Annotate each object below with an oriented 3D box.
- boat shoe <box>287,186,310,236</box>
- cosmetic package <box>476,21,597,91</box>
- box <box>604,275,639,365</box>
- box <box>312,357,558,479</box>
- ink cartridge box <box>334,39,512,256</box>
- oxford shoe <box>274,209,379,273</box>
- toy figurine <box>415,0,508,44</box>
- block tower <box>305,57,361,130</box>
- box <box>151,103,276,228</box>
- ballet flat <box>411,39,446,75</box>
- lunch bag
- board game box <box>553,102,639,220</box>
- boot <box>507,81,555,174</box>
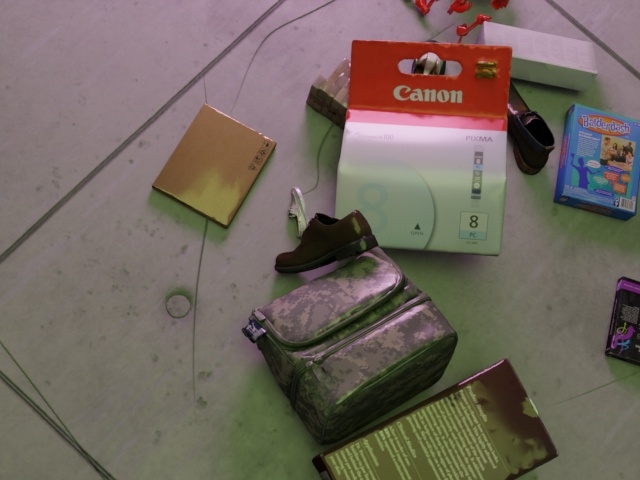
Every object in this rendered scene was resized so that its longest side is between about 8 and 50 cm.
[{"bbox_3d":[-0.045,-0.053,1.741,0.035,0.035,0.100,-14,82,-15],"label":"boat shoe"},{"bbox_3d":[0.446,-0.379,1.889,0.238,0.060,0.099,10,50,-5],"label":"cosmetic package"},{"bbox_3d":[0.625,0.163,1.779,0.116,0.029,0.162,18,70,-2],"label":"box"},{"bbox_3d":[0.195,0.377,1.593,0.381,0.143,0.191,-24,78,-13],"label":"box"},{"bbox_3d":[0.191,-0.173,1.680,0.308,0.091,0.385,4,97,8],"label":"ink cartridge box"},{"bbox_3d":[0.000,0.000,1.650,0.082,0.227,0.096,-20,88,-55],"label":"oxford shoe"},{"bbox_3d":[0.288,-0.599,1.932,0.217,0.191,0.363,-24,68,-45],"label":"toy figurine"},{"bbox_3d":[0.135,-0.221,1.790,0.335,0.091,0.097,36,71,3],"label":"block tower"},{"bbox_3d":[-0.202,-0.145,1.751,0.164,0.021,0.201,29,72,1],"label":"box"},{"bbox_3d":[0.213,-0.330,1.845,0.074,0.074,0.203,22,71,-1],"label":"ballet flat"},{"bbox_3d":[0.048,0.173,1.604,0.305,0.213,0.256,-29,62,-17],"label":"lunch bag"},{"bbox_3d":[0.571,-0.161,1.859,0.160,0.047,0.210,15,72,-3],"label":"board game box"},{"bbox_3d":[0.411,-0.250,1.831,0.082,0.106,0.219,-19,77,-14],"label":"boot"}]
